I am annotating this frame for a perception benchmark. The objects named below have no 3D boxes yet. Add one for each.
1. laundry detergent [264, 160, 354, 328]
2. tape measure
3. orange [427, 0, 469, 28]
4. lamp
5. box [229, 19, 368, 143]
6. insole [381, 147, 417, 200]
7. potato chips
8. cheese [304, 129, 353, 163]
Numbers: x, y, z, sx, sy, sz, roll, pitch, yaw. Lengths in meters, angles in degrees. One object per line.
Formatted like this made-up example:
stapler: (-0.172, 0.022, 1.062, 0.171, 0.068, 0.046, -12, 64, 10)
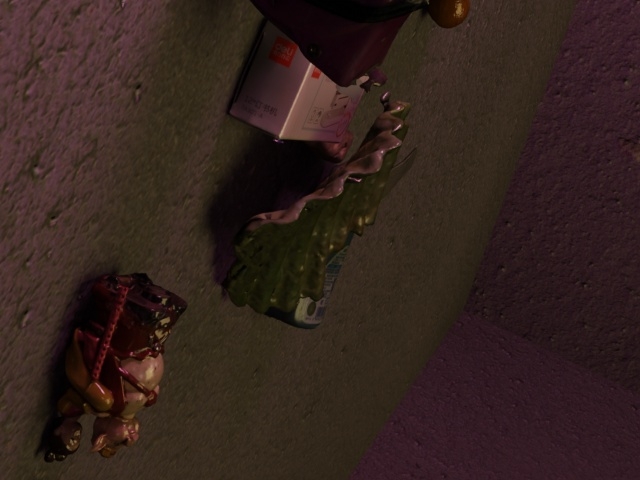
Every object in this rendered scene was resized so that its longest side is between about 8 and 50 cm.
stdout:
laundry detergent: (0.000, 0.000, 1.848, 0.143, 0.094, 0.290, 15, 97, -66)
tape measure: (0.024, -0.303, 1.117, 0.231, 0.245, 0.149, -55, 172, 37)
orange: (0.224, -0.414, 1.958, 0.085, 0.085, 0.085, -57, 163, -27)
lamp: (-0.235, 0.160, 1.250, 0.253, 0.118, 0.118, -69, 165, 12)
box: (-0.020, -0.199, 1.457, 0.135, 0.079, 0.269, -67, 165, 10)
insole: (0.157, -0.133, 2.317, 0.232, 0.003, 0.080, -43, 154, -54)
potato chips: (0.018, -0.045, 1.606, 0.373, 0.097, 0.389, -45, 168, -17)
cheese: (0.008, -0.158, 1.698, 0.065, 0.043, 0.194, -60, 167, 2)
